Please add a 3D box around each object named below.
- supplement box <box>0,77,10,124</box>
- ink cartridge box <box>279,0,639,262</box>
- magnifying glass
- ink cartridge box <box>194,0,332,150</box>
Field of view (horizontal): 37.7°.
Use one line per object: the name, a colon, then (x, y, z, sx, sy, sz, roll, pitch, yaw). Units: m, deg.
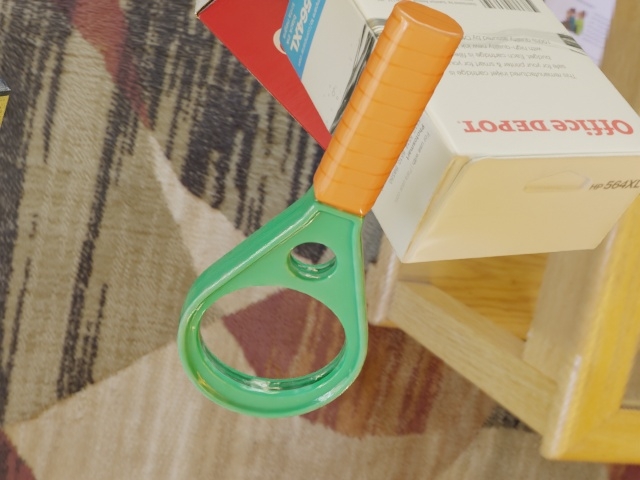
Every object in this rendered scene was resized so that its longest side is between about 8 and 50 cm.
supplement box: (-0.416, -0.167, 1.096, 0.056, 0.083, 0.083, -19, 150, -45)
ink cartridge box: (0.082, -0.089, 0.563, 0.148, 0.203, 0.086, -4, 140, -27)
magnifying glass: (0.000, 0.000, 0.420, 0.092, 0.026, 0.231, 19, 125, -11)
ink cartridge box: (-0.013, -0.246, 1.221, 0.130, 0.272, 0.309, -36, 120, 19)
